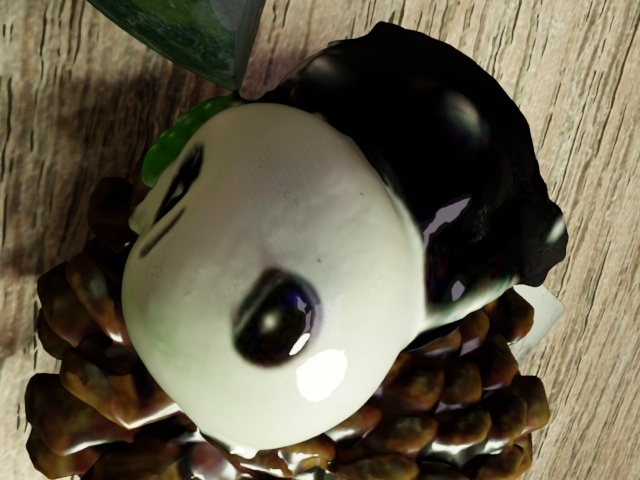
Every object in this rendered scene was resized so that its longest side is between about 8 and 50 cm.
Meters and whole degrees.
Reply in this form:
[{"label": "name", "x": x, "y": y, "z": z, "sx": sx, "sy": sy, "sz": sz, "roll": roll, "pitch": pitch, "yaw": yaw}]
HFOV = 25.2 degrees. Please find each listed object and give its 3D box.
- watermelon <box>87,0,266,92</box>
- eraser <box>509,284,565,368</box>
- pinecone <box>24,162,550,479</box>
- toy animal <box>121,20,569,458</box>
[{"label": "watermelon", "x": -0.080, "y": -0.284, "z": 0.860, "sx": 0.258, "sy": 0.228, "sz": 0.387, "roll": -32, "pitch": 131, "yaw": -26}, {"label": "eraser", "x": 0.128, "y": 0.137, "z": 1.490, "sx": 0.270, "sy": 0.095, "sz": 0.174, "roll": -50, "pitch": 145, "yaw": 1}, {"label": "pinecone", "x": -0.046, "y": 0.123, "z": 1.093, "sx": 0.397, "sy": 0.397, "sz": 0.398, "roll": -26, "pitch": 135, "yaw": -28}, {"label": "toy animal", "x": -0.007, "y": -0.006, "z": 0.860, "sx": 0.266, "sy": 0.212, "sz": 0.213, "roll": -29, "pitch": 137, "yaw": -37}]
